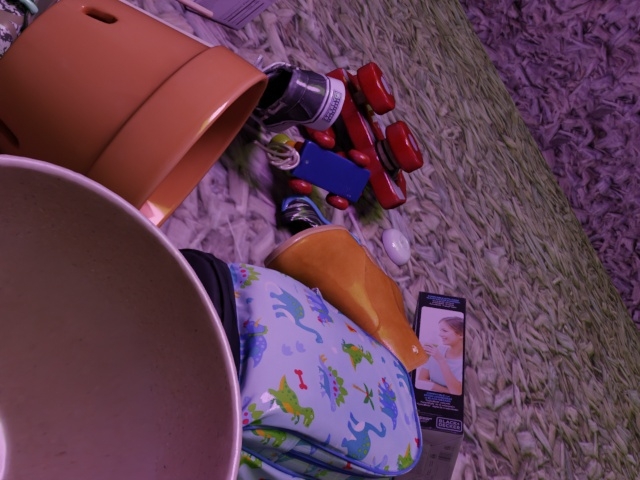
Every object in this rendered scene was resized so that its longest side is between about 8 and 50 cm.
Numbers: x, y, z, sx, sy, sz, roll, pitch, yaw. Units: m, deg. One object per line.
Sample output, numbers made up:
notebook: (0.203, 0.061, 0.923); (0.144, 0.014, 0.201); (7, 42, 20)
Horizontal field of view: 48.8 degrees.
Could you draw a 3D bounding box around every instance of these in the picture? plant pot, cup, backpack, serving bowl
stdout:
plant pot: (-0.226, -0.134, 0.785); (0.203, 0.291, 0.291); (40, 34, -4)
cup: (-0.258, 0.134, 0.534); (0.331, 0.237, 0.331); (35, 40, -37)
backpack: (-0.050, 0.189, 0.825); (0.355, 0.273, 0.290); (56, 16, -36)
serving bowl: (0.164, 0.010, 1.466); (0.083, 0.027, 0.083); (36, 40, -38)

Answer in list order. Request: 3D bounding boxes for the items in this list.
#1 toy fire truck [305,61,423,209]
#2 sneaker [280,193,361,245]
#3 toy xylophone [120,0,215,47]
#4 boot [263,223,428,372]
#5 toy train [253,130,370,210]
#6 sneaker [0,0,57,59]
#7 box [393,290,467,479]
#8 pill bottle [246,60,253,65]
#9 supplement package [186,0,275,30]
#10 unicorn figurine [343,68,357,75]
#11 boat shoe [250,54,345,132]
toy fire truck: (0.104, -0.209, 1.431); (0.302, 0.169, 0.254); (65, 19, 4)
sneaker: (0.000, 0.000, 1.204); (0.188, 0.067, 0.078); (39, 46, -26)
toy xylophone: (-0.234, -0.273, 1.046); (0.323, 0.081, 0.236); (24, 47, -46)
boot: (0.055, 0.095, 0.970); (0.211, 0.104, 0.295); (60, 20, 20)
toy train: (-0.045, -0.147, 1.196); (0.248, 0.105, 0.143); (21, 9, -40)
sneaker: (-0.350, -0.332, 0.822); (0.158, 0.182, 0.410); (38, 38, -34)
box: (0.185, 0.244, 1.174); (0.290, 0.087, 0.169); (-74, 171, -48)
pill bottle: (-0.141, -0.297, 1.240); (0.083, 0.043, 0.043); (18, 51, -49)
supplement package: (-0.128, -0.543, 1.240); (0.145, 0.262, 0.204); (4, 63, -56)
unicorn figurine: (0.094, -0.357, 1.623); (0.162, 0.060, 0.111); (16, 57, -54)
boat shoe: (-0.072, -0.231, 1.122); (0.105, 0.113, 0.306); (19, 8, -25)
